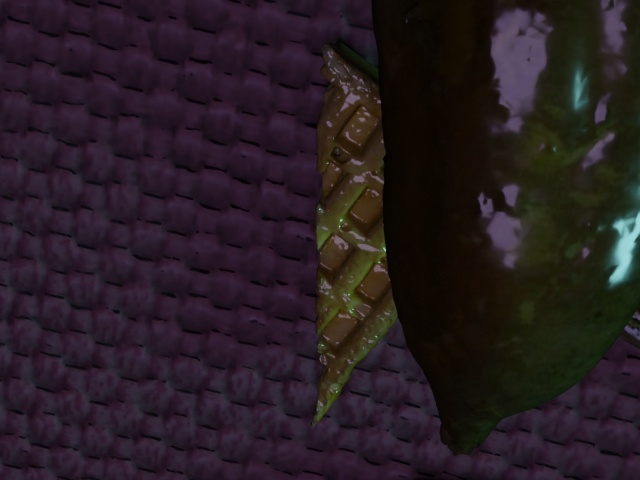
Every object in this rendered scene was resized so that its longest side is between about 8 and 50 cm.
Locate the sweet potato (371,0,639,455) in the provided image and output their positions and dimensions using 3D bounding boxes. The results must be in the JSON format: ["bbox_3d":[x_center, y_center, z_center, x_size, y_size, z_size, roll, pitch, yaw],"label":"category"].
[{"bbox_3d":[0.101,-0.060,0.853,0.158,0.158,0.369,3,107,9],"label":"sweet potato"}]

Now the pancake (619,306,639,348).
[{"bbox_3d":[0.182,0.009,0.970,0.115,0.011,0.115,5,117,9],"label":"pancake"}]

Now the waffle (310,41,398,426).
[{"bbox_3d":[0.000,0.000,0.986,0.125,0.032,0.191,34,117,-10],"label":"waffle"}]
